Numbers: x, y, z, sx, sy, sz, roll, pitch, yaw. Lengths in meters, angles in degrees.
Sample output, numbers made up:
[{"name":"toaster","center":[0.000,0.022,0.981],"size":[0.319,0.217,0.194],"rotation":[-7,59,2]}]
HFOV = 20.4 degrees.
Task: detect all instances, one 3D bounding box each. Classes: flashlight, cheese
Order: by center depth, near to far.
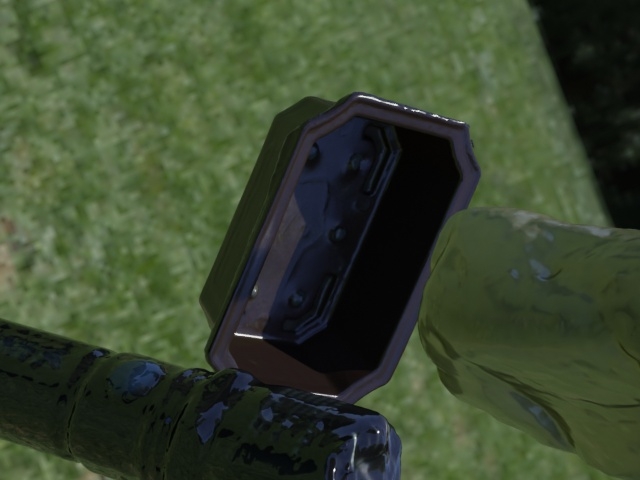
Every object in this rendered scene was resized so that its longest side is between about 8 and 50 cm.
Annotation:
[{"name":"cheese","center":[0.161,0.055,0.867],"size":[0.159,0.263,0.093],"rotation":[45,65,-36]},{"name":"flashlight","center":[-0.147,0.105,1.153],"size":[0.103,0.424,0.103],"rotation":[-35,132,-51]}]

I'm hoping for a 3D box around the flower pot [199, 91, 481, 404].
[{"name":"flower pot","center":[0.000,0.000,1.332],"size":[0.178,0.251,0.084],"rotation":[11,18,-38]}]
